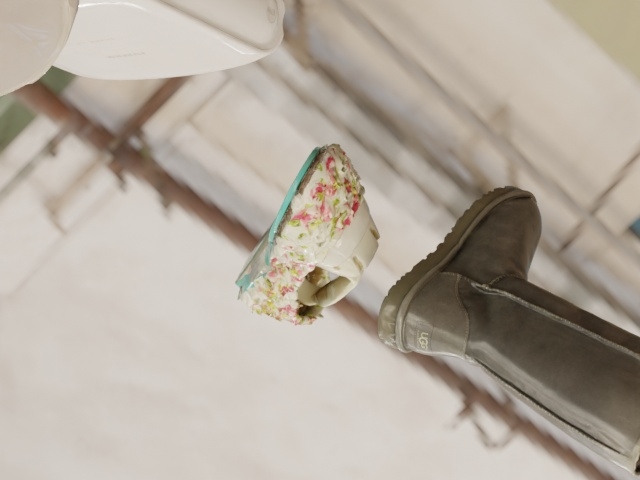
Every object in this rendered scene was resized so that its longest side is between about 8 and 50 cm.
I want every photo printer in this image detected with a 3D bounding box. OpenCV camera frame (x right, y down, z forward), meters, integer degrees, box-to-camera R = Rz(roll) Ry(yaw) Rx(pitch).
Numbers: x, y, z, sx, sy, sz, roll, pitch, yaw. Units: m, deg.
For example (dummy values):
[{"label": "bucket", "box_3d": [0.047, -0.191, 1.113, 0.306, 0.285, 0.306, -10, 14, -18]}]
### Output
[{"label": "photo printer", "box_3d": [-0.200, -0.238, 1.921, 0.307, 0.256, 0.107, 19, -110, -59]}]

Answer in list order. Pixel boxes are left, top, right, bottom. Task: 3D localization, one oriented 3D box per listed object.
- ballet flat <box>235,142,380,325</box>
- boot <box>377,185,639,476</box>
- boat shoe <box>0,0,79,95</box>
[{"label": "ballet flat", "box_3d": [0.000, 0.000, 1.348, 0.077, 0.091, 0.241, 31, 160, -1]}, {"label": "boot", "box_3d": [0.167, 0.055, 1.285, 0.208, 0.189, 0.076, 19, 137, 31]}, {"label": "boat shoe", "box_3d": [-0.283, -0.186, 1.548, 0.127, 0.340, 0.158, 34, -128, -23]}]
